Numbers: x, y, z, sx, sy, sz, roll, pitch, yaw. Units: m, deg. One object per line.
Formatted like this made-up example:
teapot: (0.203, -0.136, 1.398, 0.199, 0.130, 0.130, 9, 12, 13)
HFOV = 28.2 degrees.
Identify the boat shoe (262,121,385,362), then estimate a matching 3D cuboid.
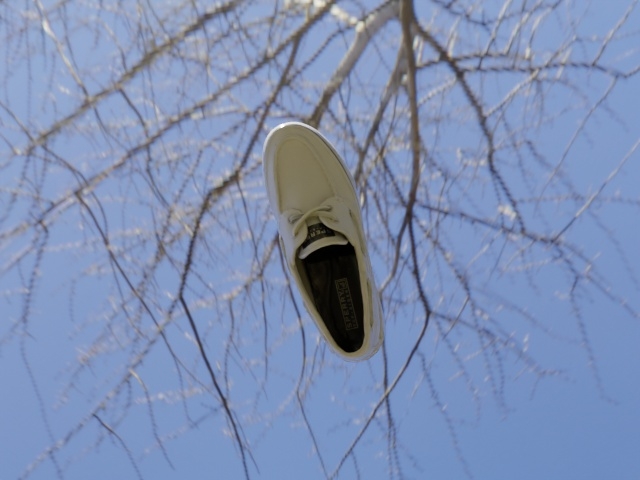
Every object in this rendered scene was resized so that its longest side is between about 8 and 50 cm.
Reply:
boat shoe: (0.000, 0.000, 1.340, 0.096, 0.088, 0.268, -14, -94, 5)
